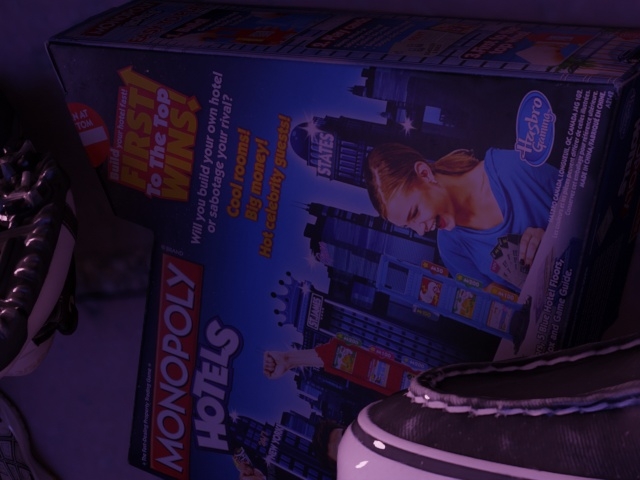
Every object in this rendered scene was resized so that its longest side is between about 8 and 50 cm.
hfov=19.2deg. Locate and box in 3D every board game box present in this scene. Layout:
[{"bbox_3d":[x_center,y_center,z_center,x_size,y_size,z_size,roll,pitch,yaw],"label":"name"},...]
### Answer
[{"bbox_3d":[0.000,0.000,0.626,0.194,0.060,0.194,21,119,22],"label":"board game box"}]

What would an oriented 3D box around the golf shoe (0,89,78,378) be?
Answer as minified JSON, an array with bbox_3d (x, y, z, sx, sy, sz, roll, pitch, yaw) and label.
[{"bbox_3d":[-0.108,0.013,0.636,0.077,0.198,0.094,-23,115,-1],"label":"golf shoe"}]

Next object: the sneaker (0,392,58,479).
[{"bbox_3d":[-0.132,0.090,0.751,0.083,0.037,0.032,52,127,3],"label":"sneaker"}]

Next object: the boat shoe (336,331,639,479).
[{"bbox_3d":[0.151,0.031,0.504,0.301,0.108,0.102,-3,101,13],"label":"boat shoe"}]
